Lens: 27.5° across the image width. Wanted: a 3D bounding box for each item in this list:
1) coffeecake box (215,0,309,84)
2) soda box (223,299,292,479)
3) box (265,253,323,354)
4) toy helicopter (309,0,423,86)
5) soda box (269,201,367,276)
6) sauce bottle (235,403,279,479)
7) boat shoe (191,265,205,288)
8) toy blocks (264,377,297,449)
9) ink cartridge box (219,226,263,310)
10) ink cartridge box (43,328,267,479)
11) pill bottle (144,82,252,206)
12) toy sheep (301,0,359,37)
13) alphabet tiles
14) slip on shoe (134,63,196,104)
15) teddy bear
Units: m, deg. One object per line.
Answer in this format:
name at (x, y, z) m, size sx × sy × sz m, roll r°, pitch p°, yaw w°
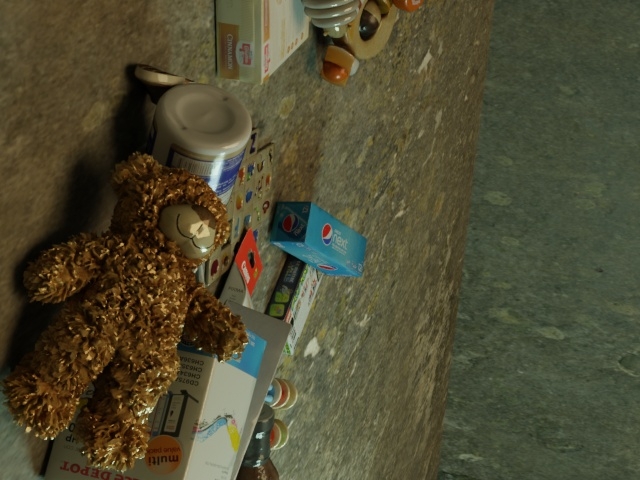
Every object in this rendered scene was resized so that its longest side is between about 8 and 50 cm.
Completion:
coffeecake box at (-0.076, -0.314, 1.769) m, size 0.185 × 0.068 × 0.142 m, roll -55°, pitch 152°, yaw -55°
soda box at (-0.133, 0.229, 1.708) m, size 0.091 × 0.098 × 0.286 m, roll 130°, pitch -19°, yaw -74°
box at (-0.038, 0.077, 2.224) m, size 0.114 × 0.036 × 0.207 m, roll 78°, pitch 28°, yaw -54°
toy helicopter at (0.026, -0.355, 2.060) m, size 0.355 × 0.140 × 0.235 m, roll -8°, pitch 118°, yaw -62°
soda box at (0.000, 0.000, 2.151) m, size 0.210 × 0.067 × 0.071 m, roll 32°, pitch 63°, yaw -58°
sauce bottle at (-0.118, 0.419, 2.044) m, size 0.111 × 0.111 × 0.344 m, roll -45°, pitch 144°, yaw -63°
boat shoe at (-0.176, 0.105, 1.692) m, size 0.226 × 0.076 × 0.083 m, roll 82°, pitch 25°, yaw -49°
toy blocks at (-0.089, 0.286, 2.157) m, size 0.148 × 0.054 × 0.123 m, roll 32°, pitch 70°, yaw -73°
ink cartridge box at (-0.110, 0.092, 1.958) m, size 0.145 × 0.045 × 0.179 m, roll 78°, pitch 31°, yaw -62°
ink cartridge box at (-0.190, 0.198, 1.533) m, size 0.168 × 0.171 × 0.233 m, roll 48°, pitch 54°, yaw -71°
pill bottle at (-0.154, -0.081, 1.531) m, size 0.112 × 0.112 × 0.187 m, roll -62°, pitch 176°, yaw -46°
toy sheep at (0.013, -0.339, 1.786) m, size 0.091 × 0.091 × 0.132 m, roll -56°, pitch 138°, yaw -54°
alphabet tiles at (-0.115, -0.063, 1.917) m, size 0.237 × 0.009 × 0.198 m, roll -42°, pitch 140°, yaw -65°
slip on shoe at (-0.184, -0.178, 1.533) m, size 0.135 × 0.051 × 0.041 m, roll -9°, pitch 119°, yaw -80°
teddy bear at (-0.196, 0.073, 1.373) m, size 0.338 × 0.245 × 0.113 m, roll -48°, pitch -172°, yaw -21°
